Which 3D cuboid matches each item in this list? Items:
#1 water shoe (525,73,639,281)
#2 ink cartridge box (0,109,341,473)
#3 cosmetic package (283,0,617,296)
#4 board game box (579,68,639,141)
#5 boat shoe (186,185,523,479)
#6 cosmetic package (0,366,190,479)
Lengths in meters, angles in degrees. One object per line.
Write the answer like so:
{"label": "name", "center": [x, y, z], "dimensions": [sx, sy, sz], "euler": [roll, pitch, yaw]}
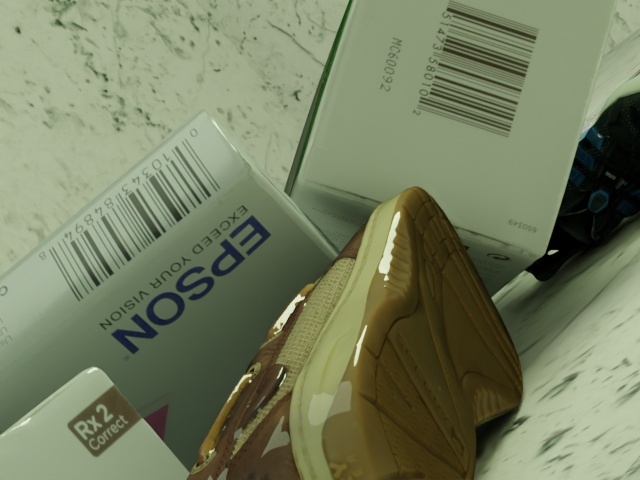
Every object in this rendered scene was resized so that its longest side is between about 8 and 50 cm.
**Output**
{"label": "water shoe", "center": [0.189, -0.034, 1.178], "dimensions": [0.080, 0.073, 0.203], "euler": [-62, 7, -33]}
{"label": "ink cartridge box", "center": [-0.098, 0.125, 1.042], "dimensions": [0.324, 0.071, 0.330], "euler": [-40, -41, 3]}
{"label": "cosmetic package", "center": [0.066, -0.062, 1.201], "dimensions": [0.365, 0.155, 0.197], "euler": [120, 167, -76]}
{"label": "board game box", "center": [0.308, -0.138, 1.690], "dimensions": [0.211, 0.039, 0.160], "euler": [-41, 2, -34]}
{"label": "boat shoe", "center": [0.011, 0.070, 0.863], "dimensions": [0.123, 0.123, 0.342], "euler": [-26, 12, 18]}
{"label": "cosmetic package", "center": [-0.141, 0.184, 0.820], "dimensions": [0.184, 0.151, 0.151], "euler": [-39, 2, 42]}
